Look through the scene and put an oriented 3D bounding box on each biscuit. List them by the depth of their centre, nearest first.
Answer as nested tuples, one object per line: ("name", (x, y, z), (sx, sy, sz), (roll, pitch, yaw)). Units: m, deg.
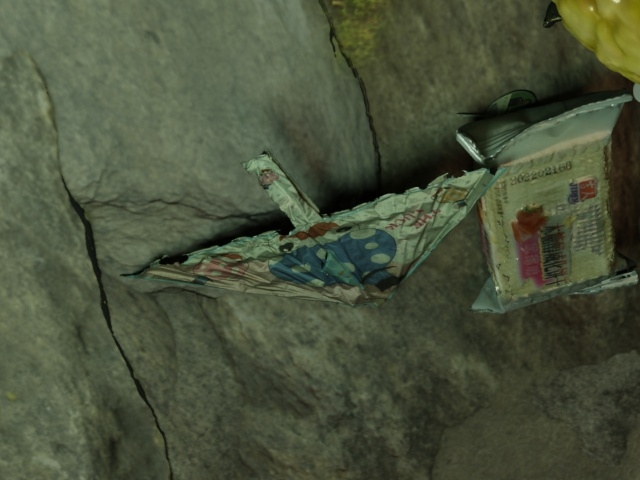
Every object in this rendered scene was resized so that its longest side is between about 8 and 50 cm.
("biscuit", (0.233, -0.034, 1.786), (0.186, 0.079, 0.309), (-13, 138, -1))

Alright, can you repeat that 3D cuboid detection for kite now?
("kite", (0.000, 0.001, 1.732), (0.406, 0.014, 0.368), (-16, 151, 15))

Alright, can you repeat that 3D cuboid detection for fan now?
("fan", (0.180, -0.128, 1.726), (0.080, 0.003, 0.060), (22, 123, -37))

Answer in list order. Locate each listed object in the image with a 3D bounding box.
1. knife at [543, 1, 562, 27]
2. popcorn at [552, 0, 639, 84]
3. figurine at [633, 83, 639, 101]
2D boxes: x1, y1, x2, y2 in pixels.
("knife", (0.270, -0.180, 1.563), (0.021, 0.222, 0.045), (-10, 118, -29))
("popcorn", (0.357, -0.271, 1.365), (0.390, 0.354, 0.344), (18, 91, 8))
("figurine", (0.405, -0.149, 1.647), (0.271, 0.143, 0.143), (3, 135, -43))
